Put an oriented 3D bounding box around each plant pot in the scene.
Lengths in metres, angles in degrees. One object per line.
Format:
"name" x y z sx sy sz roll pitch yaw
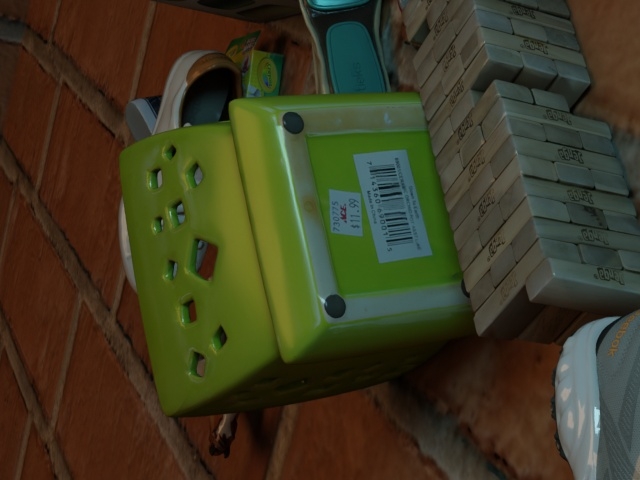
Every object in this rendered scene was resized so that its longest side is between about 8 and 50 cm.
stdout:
"plant pot" -0.002 0.001 1.056 0.207 0.227 0.228 -26 73 54

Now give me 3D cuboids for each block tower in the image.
"block tower" 0.139 -0.078 0.963 0.097 0.091 0.335 123 147 -44

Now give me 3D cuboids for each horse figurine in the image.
"horse figurine" -0.114 0.129 1.484 0.263 0.066 0.174 14 88 64

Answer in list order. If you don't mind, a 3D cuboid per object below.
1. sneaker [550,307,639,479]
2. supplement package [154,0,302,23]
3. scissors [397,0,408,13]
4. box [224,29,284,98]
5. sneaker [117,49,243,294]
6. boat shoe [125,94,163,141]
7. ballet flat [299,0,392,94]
"sneaker" 0.195 0.156 0.748 0.108 0.100 0.271 -38 48 50
"supplement package" -0.090 -0.354 1.436 0.263 0.199 0.198 -171 90 -66
"scissors" 0.070 -0.343 1.180 0.109 0.021 0.297 -121 26 -58
"box" -0.086 -0.146 1.549 0.105 0.043 0.179 -175 92 -66
"sneaker" -0.150 -0.067 1.481 0.123 0.106 0.290 -161 81 -67
"boat shoe" -0.170 -0.106 1.703 0.183 0.083 0.065 64 148 9
"ballet flat" 0.020 -0.202 1.297 0.086 0.086 0.248 141 132 -56
